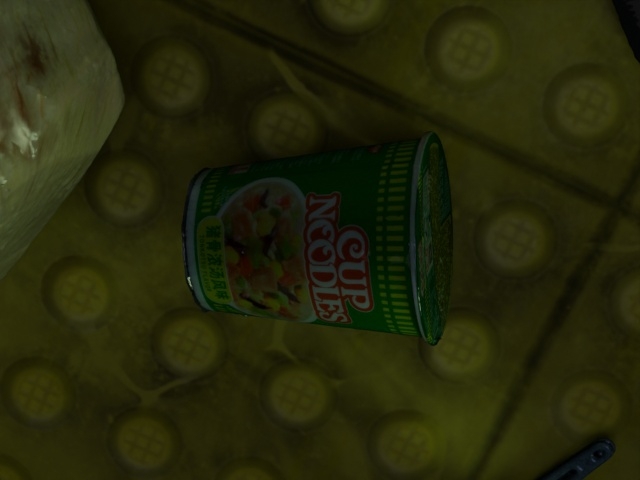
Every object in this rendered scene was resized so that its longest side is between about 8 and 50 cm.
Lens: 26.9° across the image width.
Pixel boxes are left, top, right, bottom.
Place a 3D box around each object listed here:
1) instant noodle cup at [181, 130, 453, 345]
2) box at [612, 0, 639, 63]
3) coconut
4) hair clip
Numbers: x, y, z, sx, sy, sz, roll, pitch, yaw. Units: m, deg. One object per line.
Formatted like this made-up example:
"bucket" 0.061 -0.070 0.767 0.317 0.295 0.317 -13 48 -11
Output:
"instant noodle cup" 0.000 0.000 1.292 0.232 0.207 0.207 -1 106 16
"box" 0.372 -0.261 1.241 0.212 0.042 0.201 -20 103 11
"coconut" -0.379 -0.129 1.206 0.415 0.344 0.415 1 103 6
"hair clip" 0.202 0.297 1.417 0.048 0.083 0.275 45 99 2
